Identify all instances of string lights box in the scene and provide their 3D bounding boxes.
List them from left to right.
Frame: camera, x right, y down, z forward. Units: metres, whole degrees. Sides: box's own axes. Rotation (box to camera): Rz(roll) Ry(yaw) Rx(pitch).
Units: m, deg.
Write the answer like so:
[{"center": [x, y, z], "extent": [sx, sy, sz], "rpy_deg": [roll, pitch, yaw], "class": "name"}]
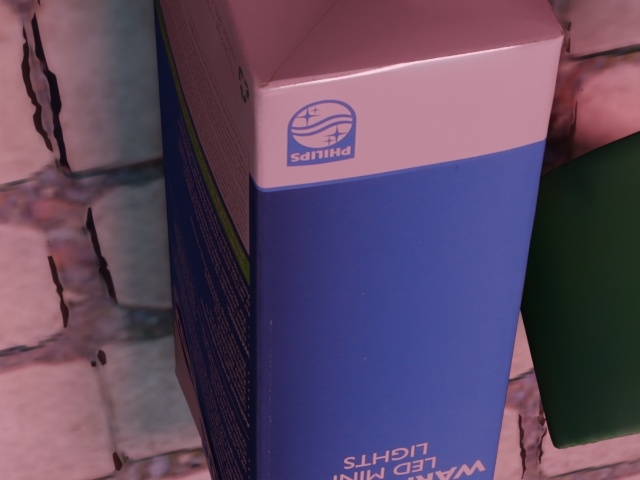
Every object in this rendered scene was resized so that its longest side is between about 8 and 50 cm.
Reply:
[{"center": [0.000, 0.000, 0.565], "extent": [0.077, 0.133, 0.259], "rpy_deg": [-11, 140, -11], "class": "string lights box"}]

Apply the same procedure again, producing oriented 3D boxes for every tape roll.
[{"center": [0.217, -0.008, 0.561], "extent": [0.321, 0.077, 0.321], "rpy_deg": [-11, 173, -1], "class": "tape roll"}]
